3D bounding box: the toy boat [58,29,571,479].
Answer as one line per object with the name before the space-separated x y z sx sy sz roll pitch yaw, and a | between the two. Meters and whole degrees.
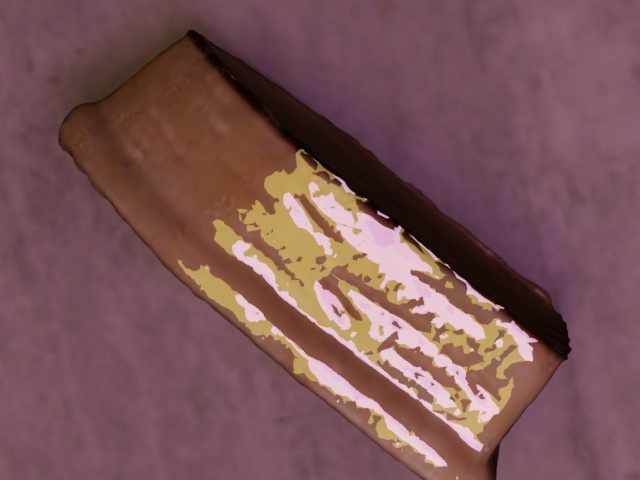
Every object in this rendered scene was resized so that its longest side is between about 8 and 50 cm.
toy boat | 0.000 0.000 0.601 0.188 0.116 0.061 39 102 0
